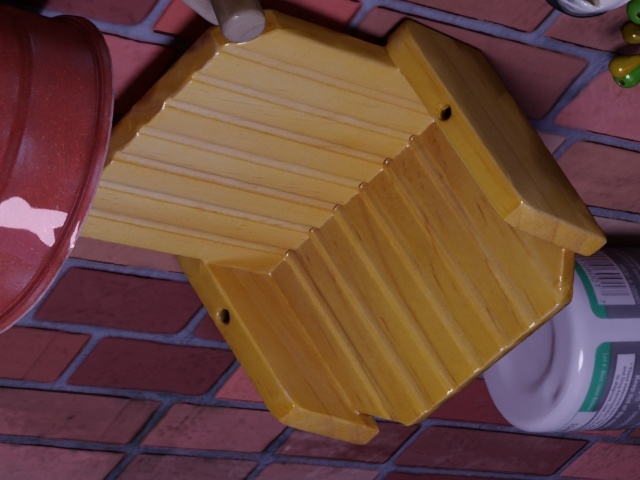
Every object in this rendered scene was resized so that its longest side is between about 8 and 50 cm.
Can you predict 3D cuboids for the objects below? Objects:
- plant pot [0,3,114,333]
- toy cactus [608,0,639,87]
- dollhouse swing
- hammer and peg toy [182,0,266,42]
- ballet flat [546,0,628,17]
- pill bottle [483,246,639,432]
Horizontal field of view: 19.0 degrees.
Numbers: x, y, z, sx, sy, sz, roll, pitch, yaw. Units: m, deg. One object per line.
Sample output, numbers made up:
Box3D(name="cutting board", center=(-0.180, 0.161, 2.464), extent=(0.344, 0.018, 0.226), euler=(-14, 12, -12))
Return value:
Box3D(name="plant pot", center=(-0.341, -0.091, 1.457), extent=(0.265, 0.272, 0.272), euler=(21, 129, -34))
Box3D(name="toy cactus", center=(0.365, -0.217, 1.786), extent=(0.180, 0.112, 0.219), euler=(-8, 136, -35))
Box3D(name="dollhouse swing", center=(0.000, 0.000, 1.733), extent=(0.347, 0.315, 0.305), euler=(-42, 161, 29))
Box3D(name="hammer and peg toy", center=(-0.029, -0.265, 1.472), extent=(0.266, 0.127, 0.361), euler=(-33, 144, 17))
Box3D(name="ballet flat", center=(0.222, -0.255, 1.647), extent=(0.095, 0.096, 0.280), euler=(-26, 146, 7))
Box3D(name="pill bottle", center=(0.375, 0.108, 2.133), extent=(0.361, 0.204, 0.204), euler=(1, 140, -28))
